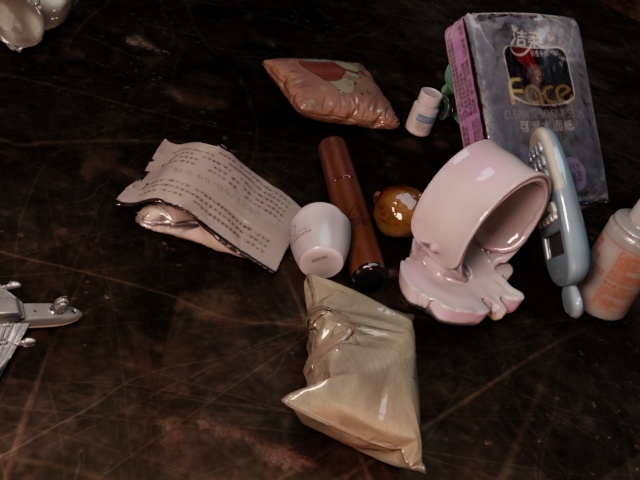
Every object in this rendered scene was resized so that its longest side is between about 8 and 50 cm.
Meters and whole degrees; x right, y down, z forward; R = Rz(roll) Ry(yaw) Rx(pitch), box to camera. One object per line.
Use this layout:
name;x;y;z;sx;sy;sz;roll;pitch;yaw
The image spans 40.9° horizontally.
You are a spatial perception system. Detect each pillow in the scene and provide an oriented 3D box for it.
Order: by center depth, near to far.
pillow;0.022;-0.291;1.661;0.236;0.084;0.223;1;36;-30

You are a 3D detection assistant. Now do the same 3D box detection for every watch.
watch;0.231;-0.012;1.249;0.244;0.231;0.196;-16;48;-46

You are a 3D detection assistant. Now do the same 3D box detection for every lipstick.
lipstick;0.047;-0.052;1.366;0.057;0.057;0.357;9;35;-16

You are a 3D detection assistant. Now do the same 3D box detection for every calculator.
calculator;0.373;-0.029;1.347;0.042;0.303;0.188;-12;-6;2

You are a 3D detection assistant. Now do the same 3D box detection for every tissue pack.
tissue pack;0.367;-0.223;1.542;0.259;0.122;0.361;-3;81;-26

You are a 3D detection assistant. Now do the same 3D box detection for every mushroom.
mushroom;0.117;-0.054;1.394;0.073;0.088;0.129;27;3;-42

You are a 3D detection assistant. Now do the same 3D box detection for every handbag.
handbag;0.041;0.147;1.034;0.182;0.117;0.270;26;32;-15

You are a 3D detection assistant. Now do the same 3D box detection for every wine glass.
wine glass;-0.513;-0.430;1.571;0.103;0.103;0.222;18;32;-3

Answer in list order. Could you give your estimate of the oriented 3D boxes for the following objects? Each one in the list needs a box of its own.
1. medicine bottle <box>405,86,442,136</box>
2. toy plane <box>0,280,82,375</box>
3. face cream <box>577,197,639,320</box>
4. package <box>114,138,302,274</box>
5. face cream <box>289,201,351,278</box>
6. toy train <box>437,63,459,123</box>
medicine bottle;0.205;-0.253;1.696;0.052;0.089;0.052;13;34;-9
toy plane;-0.373;0.086;0.958;0.226;0.058;0.226;-6;57;-32
face cream;0.486;0.004;1.335;0.101;0.252;0.101;13;35;-9
package;-0.153;-0.061;1.275;0.251;0.062;0.204;24;35;-1
face cream;0.000;0.000;1.240;0.091;0.091;0.095;11;43;-13
toy train;0.321;-0.273;1.726;0.101;0.159;0.248;-4;42;-23
